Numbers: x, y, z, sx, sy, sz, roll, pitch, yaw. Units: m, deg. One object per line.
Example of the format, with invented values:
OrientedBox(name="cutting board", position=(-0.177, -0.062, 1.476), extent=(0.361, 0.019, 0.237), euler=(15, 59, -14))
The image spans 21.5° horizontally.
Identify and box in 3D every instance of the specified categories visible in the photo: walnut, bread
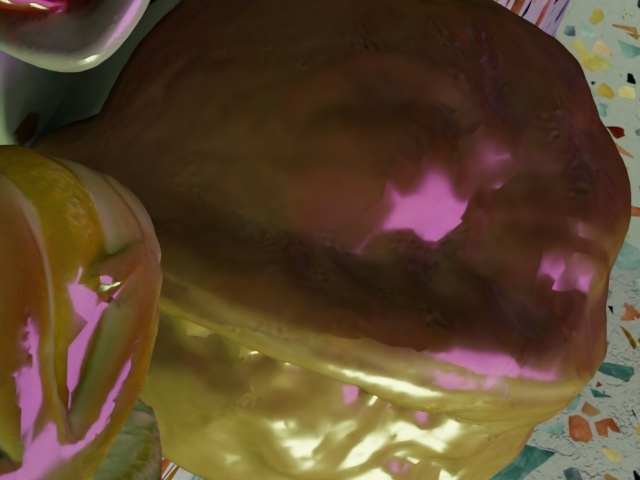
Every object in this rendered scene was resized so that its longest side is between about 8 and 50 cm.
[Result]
OrientedBox(name="walnut", position=(0.013, -0.005, 1.079), extent=(0.383, 0.383, 0.383), euler=(-57, 171, -14))
OrientedBox(name="bread", position=(-0.198, 0.115, 0.820), extent=(0.333, 0.160, 0.333), euler=(-29, 143, -24))

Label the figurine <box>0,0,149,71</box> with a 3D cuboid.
OrientedBox(name="figurine", position=(-0.110, -0.169, 0.619), extent=(0.421, 0.154, 0.193), euler=(-53, 172, -47))
